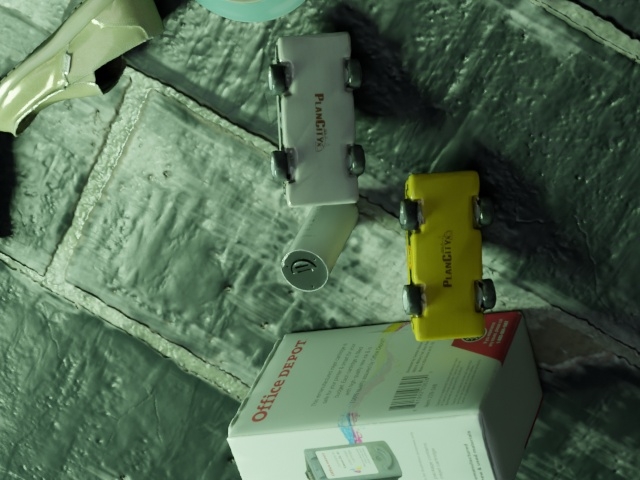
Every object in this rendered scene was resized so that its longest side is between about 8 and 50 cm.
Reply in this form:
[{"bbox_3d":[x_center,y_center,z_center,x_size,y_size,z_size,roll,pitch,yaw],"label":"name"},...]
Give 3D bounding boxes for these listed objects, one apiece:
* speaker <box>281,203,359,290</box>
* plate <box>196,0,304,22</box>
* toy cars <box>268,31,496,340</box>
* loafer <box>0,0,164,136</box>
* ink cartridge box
[{"bbox_3d":[0.000,0.000,2.090,0.055,0.136,0.055,8,122,13],"label":"speaker"},{"bbox_3d":[-0.087,-0.317,1.994,0.188,0.024,0.188,8,121,14],"label":"plate"},{"bbox_3d":[0.063,-0.059,2.058,0.176,0.087,0.394,-44,101,-4],"label":"toy cars"},{"bbox_3d":[-0.275,-0.193,2.086,0.092,0.102,0.268,46,123,-5],"label":"loafer"},{"bbox_3d":[0.080,0.199,2.131,0.306,0.226,0.131,-8,116,24],"label":"ink cartridge box"}]
